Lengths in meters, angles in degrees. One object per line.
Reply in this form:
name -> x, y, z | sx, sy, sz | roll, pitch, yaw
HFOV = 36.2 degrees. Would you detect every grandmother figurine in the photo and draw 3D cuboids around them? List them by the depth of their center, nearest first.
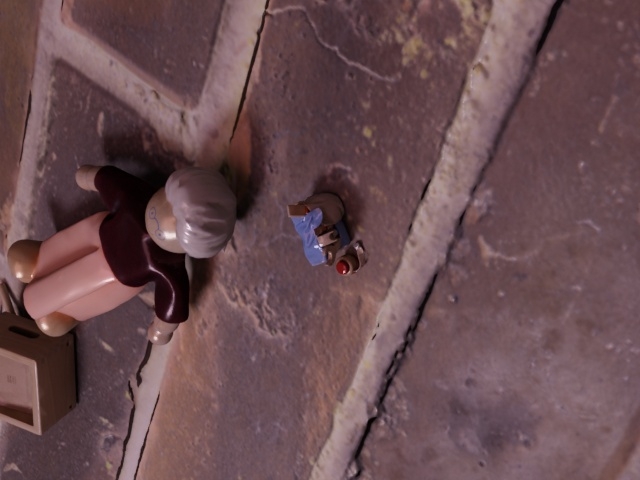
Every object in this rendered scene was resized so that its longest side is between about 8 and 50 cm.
grandmother figurine -> -0.203, 0.013, 1.029 | 0.342, 0.104, 0.208 | -26, 100, 44

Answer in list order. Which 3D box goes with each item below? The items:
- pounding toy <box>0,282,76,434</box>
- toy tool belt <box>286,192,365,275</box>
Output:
pounding toy -> -0.379, 0.146, 1.235 | 0.141, 0.100, 0.130 | 16, 118, 21
toy tool belt -> 0.000, 0.000, 0.890 | 0.052, 0.051, 0.083 | -22, 94, 42
